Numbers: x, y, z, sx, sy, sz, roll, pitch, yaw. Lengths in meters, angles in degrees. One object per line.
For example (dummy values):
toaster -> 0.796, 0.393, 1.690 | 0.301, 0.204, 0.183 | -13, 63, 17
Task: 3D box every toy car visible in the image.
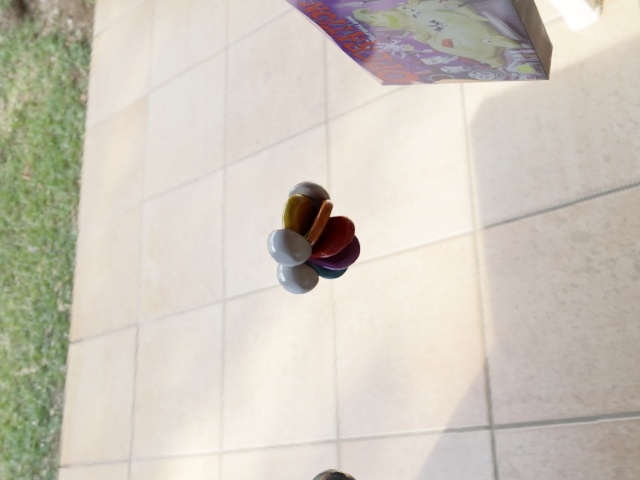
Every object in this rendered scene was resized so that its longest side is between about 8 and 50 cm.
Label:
toy car -> 0.000, 0.000, 1.320 | 0.136, 0.182, 0.159 | 10, 54, 18

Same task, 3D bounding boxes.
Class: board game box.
board game box -> 0.102, -0.226, 0.784 | 0.208, 0.347, 0.056 | 8, 87, 25

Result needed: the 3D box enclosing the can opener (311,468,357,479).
can opener -> 0.019, 0.255, 0.451 | 0.076, 0.095, 0.283 | 3, 122, 14
